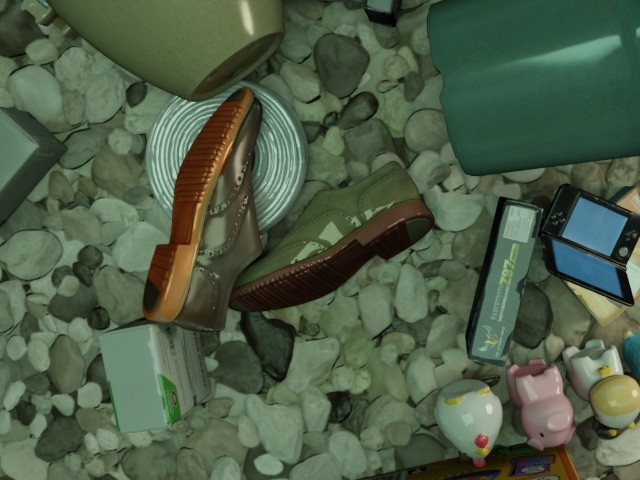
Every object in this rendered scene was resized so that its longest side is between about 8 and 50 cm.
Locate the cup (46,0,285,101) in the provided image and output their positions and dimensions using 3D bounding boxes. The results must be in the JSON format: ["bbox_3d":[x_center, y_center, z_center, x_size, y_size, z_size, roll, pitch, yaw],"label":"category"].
[{"bbox_3d":[-0.186,-0.338,1.457,0.331,0.331,0.237,-35,88,8],"label":"cup"}]

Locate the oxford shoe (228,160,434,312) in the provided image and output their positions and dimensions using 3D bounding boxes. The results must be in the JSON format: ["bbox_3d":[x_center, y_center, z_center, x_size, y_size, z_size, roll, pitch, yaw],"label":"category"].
[{"bbox_3d":[0.000,0.000,1.584,0.348,0.123,0.130,-26,64,9],"label":"oxford shoe"}]

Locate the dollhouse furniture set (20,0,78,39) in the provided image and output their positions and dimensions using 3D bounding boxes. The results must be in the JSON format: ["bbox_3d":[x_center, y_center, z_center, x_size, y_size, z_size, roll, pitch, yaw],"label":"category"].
[{"bbox_3d":[-0.456,-0.475,1.499,0.286,0.303,0.198,41,98,3],"label":"dollhouse furniture set"}]

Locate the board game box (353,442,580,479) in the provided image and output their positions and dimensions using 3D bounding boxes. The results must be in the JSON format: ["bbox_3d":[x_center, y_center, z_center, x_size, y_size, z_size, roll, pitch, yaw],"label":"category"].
[{"bbox_3d":[0.225,0.522,1.447,0.357,0.356,0.356,-14,91,8],"label":"board game box"}]

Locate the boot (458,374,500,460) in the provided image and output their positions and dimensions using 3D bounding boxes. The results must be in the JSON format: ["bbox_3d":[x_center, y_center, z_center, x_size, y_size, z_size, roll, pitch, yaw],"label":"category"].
[{"bbox_3d":[0.245,0.273,1.569,0.106,0.037,0.114,-29,61,20],"label":"boot"}]

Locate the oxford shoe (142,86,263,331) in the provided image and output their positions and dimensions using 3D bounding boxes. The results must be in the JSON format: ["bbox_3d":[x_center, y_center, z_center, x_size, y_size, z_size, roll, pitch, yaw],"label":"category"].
[{"bbox_3d":[-0.144,-0.043,1.507,0.133,0.130,0.363,20,89,-26],"label":"oxford shoe"}]

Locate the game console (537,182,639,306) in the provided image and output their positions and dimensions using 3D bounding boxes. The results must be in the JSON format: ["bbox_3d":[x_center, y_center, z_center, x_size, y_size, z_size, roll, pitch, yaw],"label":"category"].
[{"bbox_3d":[0.383,0.005,1.421,0.144,0.085,0.124,22,97,-14],"label":"game console"}]

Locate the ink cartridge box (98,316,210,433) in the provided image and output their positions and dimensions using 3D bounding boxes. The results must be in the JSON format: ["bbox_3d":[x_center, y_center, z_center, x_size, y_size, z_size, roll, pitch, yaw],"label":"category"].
[{"bbox_3d":[-0.247,0.191,1.562,0.087,0.208,0.153,-11,91,11],"label":"ink cartridge box"}]

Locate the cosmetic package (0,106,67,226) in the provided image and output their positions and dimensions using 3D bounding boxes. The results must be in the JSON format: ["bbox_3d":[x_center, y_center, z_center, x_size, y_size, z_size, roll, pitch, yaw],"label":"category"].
[{"bbox_3d":[-0.525,-0.092,1.621,0.107,0.127,0.238,45,99,3],"label":"cosmetic package"}]

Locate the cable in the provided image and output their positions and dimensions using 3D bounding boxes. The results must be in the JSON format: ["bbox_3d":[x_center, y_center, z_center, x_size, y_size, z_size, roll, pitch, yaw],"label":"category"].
[{"bbox_3d":[-0.149,-0.126,1.589,0.257,0.089,0.257,39,97,3],"label":"cable"}]

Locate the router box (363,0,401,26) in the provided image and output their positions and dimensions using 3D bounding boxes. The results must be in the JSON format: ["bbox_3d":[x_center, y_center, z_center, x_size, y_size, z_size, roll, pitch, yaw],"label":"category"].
[{"bbox_3d":[0.111,-0.414,1.516,0.046,0.133,0.178,15,95,5],"label":"router box"}]

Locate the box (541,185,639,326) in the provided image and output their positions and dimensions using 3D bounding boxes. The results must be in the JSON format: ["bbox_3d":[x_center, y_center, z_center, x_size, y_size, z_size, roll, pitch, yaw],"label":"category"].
[{"bbox_3d":[0.437,0.021,1.523,0.170,0.091,0.130,-42,88,8],"label":"box"}]

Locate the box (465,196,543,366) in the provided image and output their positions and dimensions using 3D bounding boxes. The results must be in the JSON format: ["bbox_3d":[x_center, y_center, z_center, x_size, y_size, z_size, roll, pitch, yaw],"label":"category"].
[{"bbox_3d":[0.264,0.054,1.501,0.059,0.183,0.232,14,96,7],"label":"box"}]

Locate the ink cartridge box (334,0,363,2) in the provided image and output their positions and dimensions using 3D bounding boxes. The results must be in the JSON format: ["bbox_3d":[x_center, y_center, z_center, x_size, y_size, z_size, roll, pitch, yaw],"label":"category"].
[{"bbox_3d":[-0.022,-0.495,1.510,0.239,0.060,0.275,13,96,36],"label":"ink cartridge box"}]

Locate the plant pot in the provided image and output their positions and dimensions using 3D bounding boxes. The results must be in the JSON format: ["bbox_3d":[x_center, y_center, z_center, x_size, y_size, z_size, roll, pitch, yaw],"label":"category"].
[{"bbox_3d":[0.338,-0.245,1.418,0.334,0.341,0.341,-11,92,16],"label":"plant pot"}]

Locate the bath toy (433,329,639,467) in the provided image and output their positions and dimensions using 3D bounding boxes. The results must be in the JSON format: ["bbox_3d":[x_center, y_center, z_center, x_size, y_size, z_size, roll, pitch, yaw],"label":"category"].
[{"bbox_3d":[0.342,0.242,1.500,0.348,0.151,0.128,-15,101,-2],"label":"bath toy"}]
